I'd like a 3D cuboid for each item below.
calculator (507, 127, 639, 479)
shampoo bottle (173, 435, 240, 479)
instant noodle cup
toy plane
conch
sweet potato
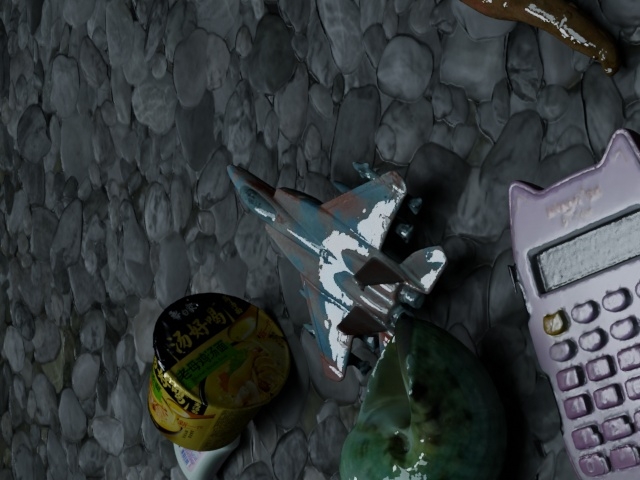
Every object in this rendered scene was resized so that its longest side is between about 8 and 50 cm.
[{"bbox_3d":[0.242,0.070,1.289,0.194,0.043,0.294,-28,71,52],"label":"calculator"},{"bbox_3d":[-0.126,0.222,1.829,0.099,0.043,0.072,-53,49,41],"label":"shampoo bottle"},{"bbox_3d":[-0.118,0.148,1.742,0.122,0.151,0.151,115,140,-50],"label":"instant noodle cup"},{"bbox_3d":[0.006,0.000,1.578,0.326,0.104,0.222,45,126,48],"label":"toy plane"},{"bbox_3d":[0.090,0.174,1.438,0.188,0.122,0.176,-54,53,39],"label":"conch"},{"bbox_3d":[0.182,-0.196,1.369,0.214,0.050,0.050,37,120,47],"label":"sweet potato"}]
